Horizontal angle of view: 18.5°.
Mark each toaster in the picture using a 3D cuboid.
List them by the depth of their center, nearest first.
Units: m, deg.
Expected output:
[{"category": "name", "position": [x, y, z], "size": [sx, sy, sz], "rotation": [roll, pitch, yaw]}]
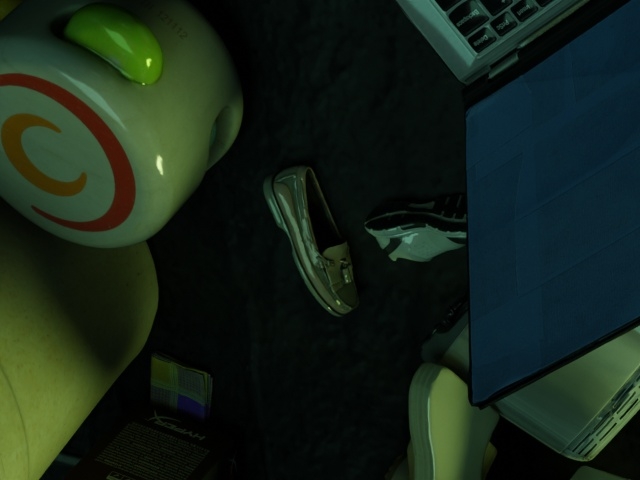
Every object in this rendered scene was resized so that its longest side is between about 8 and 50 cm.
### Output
[{"category": "toaster", "position": [0.175, 0.055, 1.382], "size": [0.146, 0.129, 0.227], "rotation": [37, 130, 4]}]

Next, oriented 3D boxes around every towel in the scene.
[{"category": "towel", "position": [-0.122, 0.136, 1.690], "size": [0.060, 0.009, 0.083], "rotation": [21, 127, 19]}]

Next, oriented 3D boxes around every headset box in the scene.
[{"category": "headset box", "position": [-0.183, 0.311, 1.642], "size": [0.110, 0.293, 0.218], "rotation": [17, 128, 22]}]

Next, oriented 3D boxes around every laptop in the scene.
[{"category": "laptop", "position": [0.142, -0.182, 1.184], "size": [0.382, 0.236, 0.408], "rotation": [-34, 97, 40]}]

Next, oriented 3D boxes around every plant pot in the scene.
[{"category": "plant pot", "position": [-0.300, 0.082, 1.568], "size": [0.334, 0.305, 0.333], "rotation": [15, 123, 24]}]

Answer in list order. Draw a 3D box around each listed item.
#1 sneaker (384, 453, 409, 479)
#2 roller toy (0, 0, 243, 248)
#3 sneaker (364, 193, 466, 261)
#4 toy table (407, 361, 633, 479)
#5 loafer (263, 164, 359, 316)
[{"category": "sneaker", "position": [0.098, 0.326, 1.574], "size": [0.153, 0.099, 0.282], "rotation": [17, 102, 19]}, {"category": "roller toy", "position": [-0.165, -0.105, 1.478], "size": [0.209, 0.146, 0.191], "rotation": [-2, 126, 37]}, {"category": "sneaker", "position": [0.088, -0.007, 1.461], "size": [0.109, 0.040, 0.043], "rotation": [0, 134, 35]}, {"category": "toy table", "position": [0.112, 0.218, 1.404], "size": [0.274, 0.161, 0.252], "rotation": [18, 158, 45]}, {"category": "loafer", "position": [0.000, 0.000, 1.512], "size": [0.039, 0.045, 0.125], "rotation": [-22, 102, 32]}]
